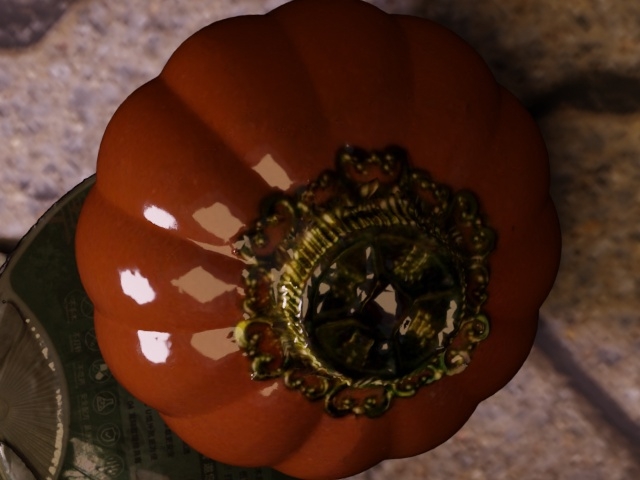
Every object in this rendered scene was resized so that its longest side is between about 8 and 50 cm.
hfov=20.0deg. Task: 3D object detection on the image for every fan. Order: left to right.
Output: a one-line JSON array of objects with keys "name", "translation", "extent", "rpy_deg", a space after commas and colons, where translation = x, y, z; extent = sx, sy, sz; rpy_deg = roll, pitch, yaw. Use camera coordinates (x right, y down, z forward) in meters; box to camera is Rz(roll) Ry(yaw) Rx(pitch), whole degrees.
[{"name": "fan", "translation": [-0.110, 0.050, 0.901], "extent": [0.294, 0.012, 0.223], "rpy_deg": [21, 91, -23]}]

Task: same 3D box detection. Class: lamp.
[{"name": "lamp", "translation": [0.000, 0.000, 0.823], "extent": [0.223, 0.196, 0.223], "rpy_deg": [-5, 107, -15]}]

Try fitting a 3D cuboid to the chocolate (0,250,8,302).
[{"name": "chocolate", "translation": [-0.220, 0.117, 1.010], "extent": [0.221, 0.221, 0.147], "rpy_deg": [0, 138, 25]}]
